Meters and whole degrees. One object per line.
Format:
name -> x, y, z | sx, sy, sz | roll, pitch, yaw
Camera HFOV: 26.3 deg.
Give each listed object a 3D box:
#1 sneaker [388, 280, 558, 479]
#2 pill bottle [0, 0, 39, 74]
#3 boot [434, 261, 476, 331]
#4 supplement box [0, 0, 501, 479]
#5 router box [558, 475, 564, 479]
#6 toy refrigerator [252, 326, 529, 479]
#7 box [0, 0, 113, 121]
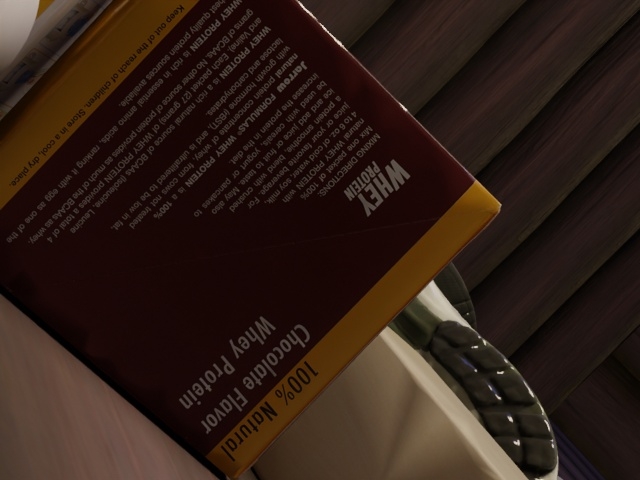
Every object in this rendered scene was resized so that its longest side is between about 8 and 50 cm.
sneaker -> 0.027, 0.070, 0.957 | 0.182, 0.158, 0.410 | 77, -9, -57
pill bottle -> -0.228, -0.149, 0.578 | 0.136, 0.136, 0.246 | 47, 4, 28
boot -> 0.073, 0.085, 1.253 | 0.178, 0.085, 0.236 | -134, -154, -58
supplement box -> -0.054, -0.026, 0.692 | 0.194, 0.191, 0.129 | 43, 4, -16
router box -> 0.267, 0.326, 1.111 | 0.301, 0.082, 0.335 | 48, 5, 36
toy refrigerator -> 0.058, 0.148, 0.692 | 0.094, 0.102, 0.269 | 41, 4, -40
box -> -0.163, -0.148, 0.757 | 0.114, 0.203, 0.103 | 45, 4, 11
